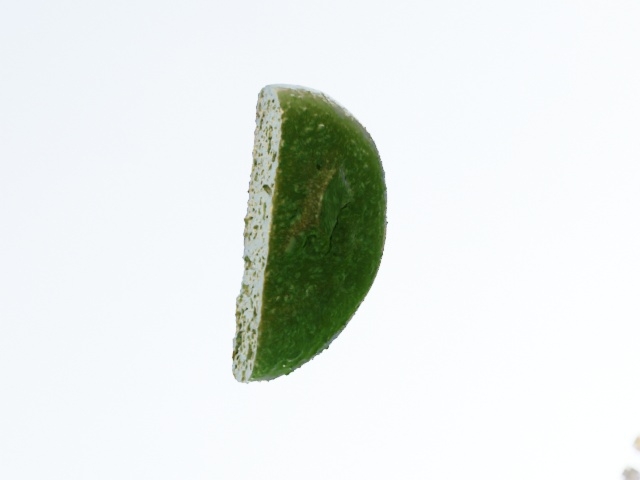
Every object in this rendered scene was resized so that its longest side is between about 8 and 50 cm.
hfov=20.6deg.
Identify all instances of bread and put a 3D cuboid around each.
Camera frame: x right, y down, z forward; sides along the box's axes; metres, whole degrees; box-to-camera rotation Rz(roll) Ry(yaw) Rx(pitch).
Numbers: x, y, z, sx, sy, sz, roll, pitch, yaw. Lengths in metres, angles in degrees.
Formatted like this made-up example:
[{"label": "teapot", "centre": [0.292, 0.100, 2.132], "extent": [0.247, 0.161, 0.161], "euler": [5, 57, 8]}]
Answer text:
[{"label": "bread", "centre": [0.003, -0.004, 1.124], "extent": [0.112, 0.036, 0.193], "euler": [-4, -73, -40]}]
